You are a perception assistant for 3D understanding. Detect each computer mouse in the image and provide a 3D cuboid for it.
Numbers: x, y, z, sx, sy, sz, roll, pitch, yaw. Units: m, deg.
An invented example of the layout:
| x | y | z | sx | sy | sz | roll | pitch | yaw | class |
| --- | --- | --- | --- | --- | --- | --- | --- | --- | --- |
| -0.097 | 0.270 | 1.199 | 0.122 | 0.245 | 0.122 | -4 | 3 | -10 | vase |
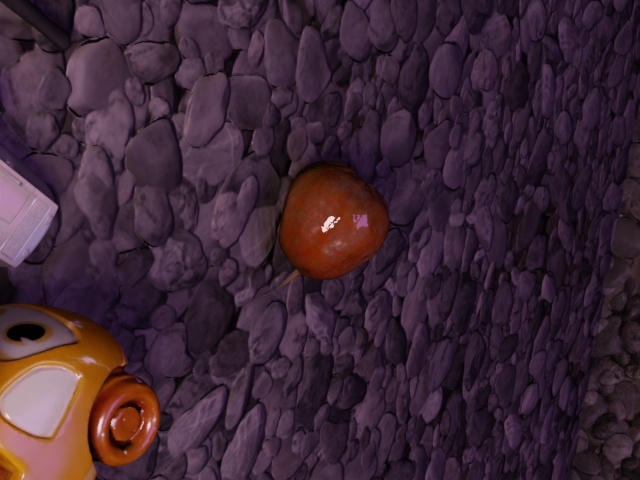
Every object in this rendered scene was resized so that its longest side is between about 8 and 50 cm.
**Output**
| x | y | z | sx | sy | sz | roll | pitch | yaw | class |
| --- | --- | --- | --- | --- | --- | --- | --- | --- | --- |
| -0.301 | -0.036 | 0.928 | 0.102 | 0.044 | 0.199 | -57 | 164 | -8 | computer mouse |

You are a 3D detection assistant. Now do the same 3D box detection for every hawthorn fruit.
| x | y | z | sx | sy | sz | roll | pitch | yaw | class |
| --- | --- | --- | --- | --- | --- | --- | --- | --- | --- |
| 0.017 | -0.007 | 1.334 | 0.149 | 0.149 | 0.189 | 2 | 98 | -55 | hawthorn fruit |

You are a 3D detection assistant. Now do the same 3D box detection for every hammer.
| x | y | z | sx | sy | sz | roll | pitch | yaw | class |
| --- | --- | --- | --- | --- | --- | --- | --- | --- | --- |
| -0.291 | -0.234 | 0.892 | 0.103 | 0.029 | 0.246 | 69 | 12 | 23 | hammer |

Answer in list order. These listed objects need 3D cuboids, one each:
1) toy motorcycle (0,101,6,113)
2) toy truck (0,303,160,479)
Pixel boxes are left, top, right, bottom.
| x | y | z | sx | sy | sz | roll | pitch | yaw | class |
| --- | --- | --- | --- | --- | --- | --- | --- | --- | --- |
| -0.338 | -0.149 | 0.856 | 0.100 | 0.058 | 0.173 | -59 | 144 | -35 | toy motorcycle |
| -0.298 | 0.175 | 0.893 | 0.211 | 0.204 | 0.288 | 47 | 65 | -48 | toy truck |
